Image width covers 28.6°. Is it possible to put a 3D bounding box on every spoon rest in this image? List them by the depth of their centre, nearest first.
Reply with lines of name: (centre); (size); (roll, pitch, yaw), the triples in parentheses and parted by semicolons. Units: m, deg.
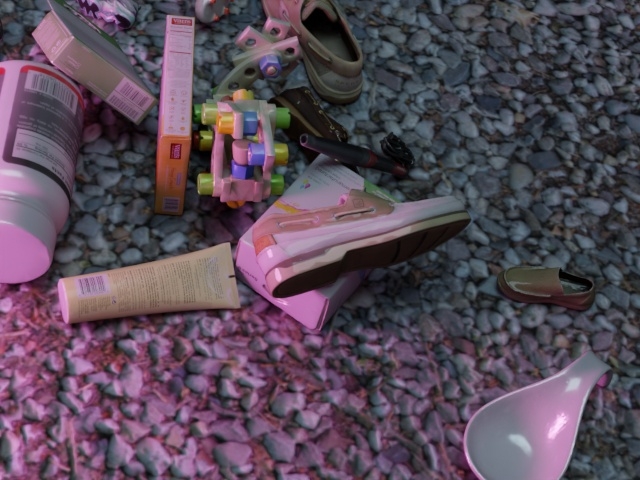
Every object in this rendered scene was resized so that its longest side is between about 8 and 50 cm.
spoon rest: (0.298, 0.231, 1.656); (0.137, 0.084, 0.276); (39, 55, 18)

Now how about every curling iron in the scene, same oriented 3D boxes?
curling iron: (0.053, -0.130, 1.829); (0.274, 0.035, 0.068); (0, 55, -54)

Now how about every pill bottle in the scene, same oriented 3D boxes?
pill bottle: (-0.415, -0.093, 1.703); (0.161, 0.161, 0.283); (6, 52, -7)

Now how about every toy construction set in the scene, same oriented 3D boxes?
toy construction set: (-0.113, -0.176, 1.781); (0.151, 0.215, 0.328); (8, 40, -2)

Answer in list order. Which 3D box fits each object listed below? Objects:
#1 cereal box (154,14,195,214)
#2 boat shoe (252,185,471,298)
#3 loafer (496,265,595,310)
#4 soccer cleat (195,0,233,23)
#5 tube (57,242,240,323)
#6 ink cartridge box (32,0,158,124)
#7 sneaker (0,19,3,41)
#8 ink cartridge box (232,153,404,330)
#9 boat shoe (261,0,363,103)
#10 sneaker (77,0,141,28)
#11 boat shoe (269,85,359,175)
cereal box: (-0.210, -0.181, 1.807); (0.047, 0.173, 0.240); (3, 52, -8)
boat shoe: (0.056, -0.019, 1.663); (0.302, 0.113, 0.103); (-15, 68, -23)
loafer: (0.329, 0.061, 1.813); (0.148, 0.050, 0.056); (8, 52, -6)
soccer cleat: (-0.176, -0.427, 2.075); (0.076, 0.068, 0.196); (10, 49, 15)
tube: (-0.229, 0.066, 1.689); (0.240, 0.070, 0.062); (-9, 36, -19)
ink cartridge box: (-0.347, -0.280, 1.858); (0.056, 0.171, 0.235); (-49, 39, 6)
sneaker: (-0.620, -0.319, 1.819); (0.321, 0.180, 0.125); (-19, 59, -24)
ink cartridge box: (0.000, 0.000, 1.764); (0.154, 0.093, 0.212); (34, 56, 13)
boat shoe: (-0.009, -0.359, 2.031); (0.109, 0.098, 0.302); (-14, 57, -21)
sneaker: (-0.338, -0.385, 2.024); (0.098, 0.038, 0.069); (26, 50, -4)
boat shoe: (0.005, -0.160, 1.898); (0.073, 0.073, 0.207); (-24, 61, -24)
